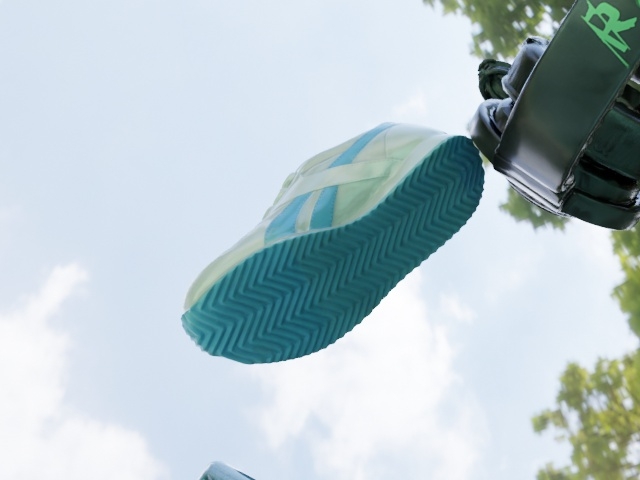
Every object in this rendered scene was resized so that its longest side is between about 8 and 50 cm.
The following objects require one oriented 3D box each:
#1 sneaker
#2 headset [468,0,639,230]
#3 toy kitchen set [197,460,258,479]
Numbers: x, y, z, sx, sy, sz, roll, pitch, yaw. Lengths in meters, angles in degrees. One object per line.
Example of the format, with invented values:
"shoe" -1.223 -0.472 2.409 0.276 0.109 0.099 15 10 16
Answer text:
"sneaker" 0.000 0.000 0.886 0.229 0.092 0.087 -33 -58 -25
"headset" 0.182 -0.131 0.903 0.185 0.394 0.243 36 -96 13
"toy kitchen set" -0.104 0.150 0.450 0.166 0.122 0.207 35 -102 -18
